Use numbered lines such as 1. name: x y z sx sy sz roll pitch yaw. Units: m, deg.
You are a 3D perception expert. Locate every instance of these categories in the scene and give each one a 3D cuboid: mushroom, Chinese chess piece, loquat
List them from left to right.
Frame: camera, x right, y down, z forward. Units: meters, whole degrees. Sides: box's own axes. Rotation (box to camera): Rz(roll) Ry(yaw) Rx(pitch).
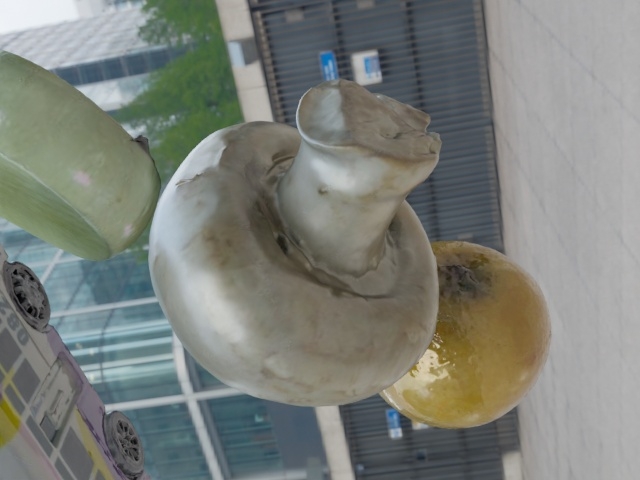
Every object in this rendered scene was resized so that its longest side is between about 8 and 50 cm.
1. Chinese chess piece: -0.163 -0.047 0.453 0.058 0.144 0.144 -59 -24 -22
2. mushroom: 0.000 0.000 0.728 0.290 0.298 0.297 -46 36 41
3. loquat: 0.175 0.124 1.055 0.263 0.263 0.263 -9 -90 -84

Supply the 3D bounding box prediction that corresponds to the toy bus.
1. toy bus: -0.355 0.187 0.771 0.249 0.209 0.439 -108 -7 -73
